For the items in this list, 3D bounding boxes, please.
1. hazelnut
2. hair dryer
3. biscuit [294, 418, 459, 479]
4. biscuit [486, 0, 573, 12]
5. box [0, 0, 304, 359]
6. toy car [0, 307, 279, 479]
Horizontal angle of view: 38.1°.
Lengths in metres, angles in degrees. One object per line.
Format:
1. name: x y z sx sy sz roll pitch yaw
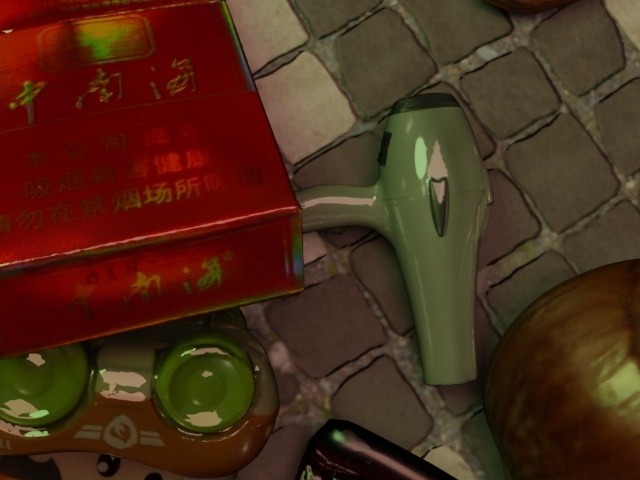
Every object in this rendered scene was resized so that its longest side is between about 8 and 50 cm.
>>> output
1. hazelnut: 0.228 0.128 0.698 0.214 0.176 0.215 -9 70 28
2. hair dryer: 0.026 0.028 0.743 0.267 0.092 0.229 -23 91 3
3. biscuit: 0.008 0.259 0.694 0.151 0.063 0.235 33 80 -1
4. biscuit: 0.189 -0.301 0.827 0.186 0.036 0.192 -29 85 -14
5. box: -0.144 -0.083 0.638 0.197 0.089 0.313 -13 48 -9
6. toy car: -0.147 0.149 0.669 0.235 0.145 0.235 -1 101 -7
